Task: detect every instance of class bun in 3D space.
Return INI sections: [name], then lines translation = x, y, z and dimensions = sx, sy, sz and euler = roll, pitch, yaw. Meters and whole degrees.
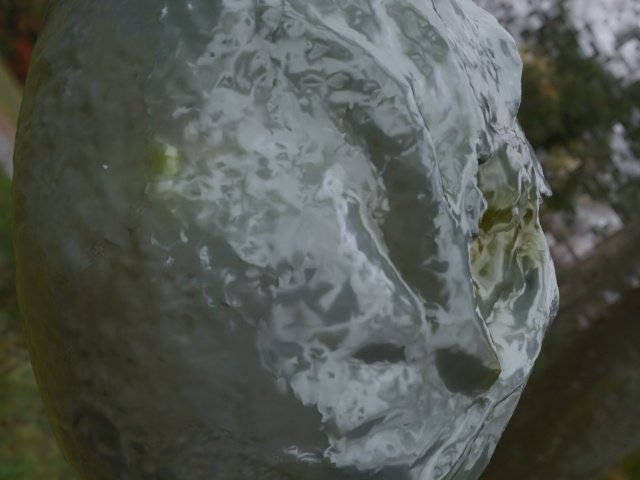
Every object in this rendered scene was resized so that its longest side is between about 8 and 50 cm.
[bun]
translation = 0.000, 0.000, 0.935
dimensions = 0.362, 0.211, 0.361
euler = -5, 90, -71
